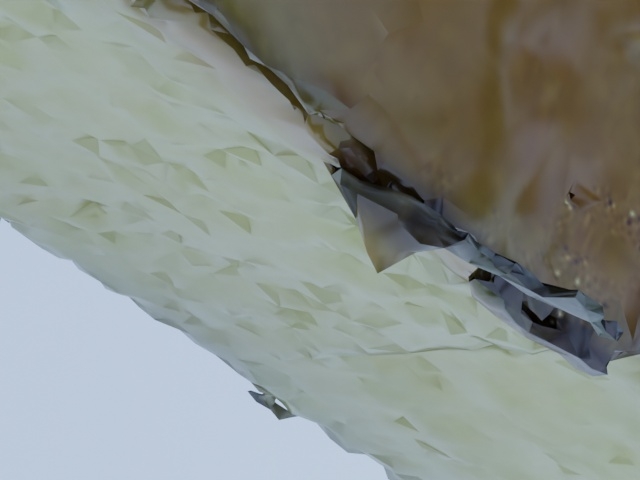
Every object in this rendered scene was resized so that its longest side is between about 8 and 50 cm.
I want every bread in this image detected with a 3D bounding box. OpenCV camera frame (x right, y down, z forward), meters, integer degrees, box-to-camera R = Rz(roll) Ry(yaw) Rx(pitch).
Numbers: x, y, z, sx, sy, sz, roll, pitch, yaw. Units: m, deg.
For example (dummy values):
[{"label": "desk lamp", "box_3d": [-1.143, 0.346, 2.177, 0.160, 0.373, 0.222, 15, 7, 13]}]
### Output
[{"label": "bread", "box_3d": [0.000, 0.000, 0.571, 0.315, 0.279, 0.248, -15, 6, -31]}]
